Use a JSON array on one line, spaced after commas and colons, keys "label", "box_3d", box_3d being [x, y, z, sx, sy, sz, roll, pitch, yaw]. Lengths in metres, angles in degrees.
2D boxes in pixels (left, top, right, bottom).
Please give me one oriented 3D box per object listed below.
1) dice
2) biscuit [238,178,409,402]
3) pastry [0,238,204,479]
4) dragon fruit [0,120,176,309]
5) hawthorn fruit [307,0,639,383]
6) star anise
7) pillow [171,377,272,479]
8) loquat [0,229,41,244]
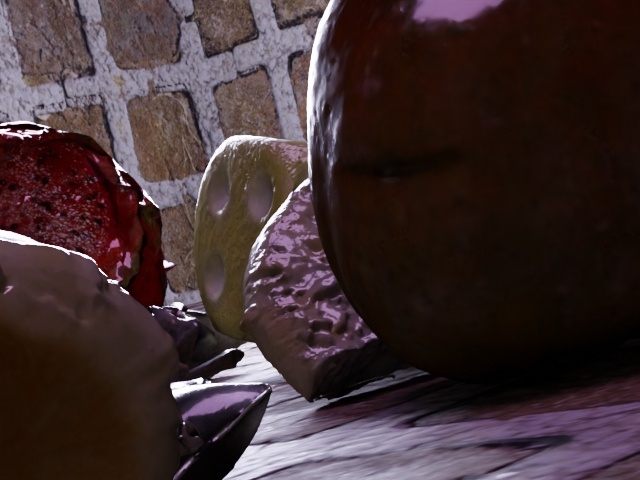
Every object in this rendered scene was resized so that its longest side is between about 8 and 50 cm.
[{"label": "dice", "box_3d": [0.000, 0.000, 1.500, 0.169, 0.169, 0.166, 1, 5, -31]}, {"label": "biscuit", "box_3d": [0.061, 0.003, 1.255, 0.281, 0.179, 0.084, -24, -38, -26]}, {"label": "pastry", "box_3d": [-0.127, 0.072, 0.647, 0.165, 0.166, 0.088, -14, 7, -26]}, {"label": "dragon fruit", "box_3d": [-0.299, 0.022, 1.814, 0.295, 0.296, 0.301, -14, -1, -17]}, {"label": "hawthorn fruit", "box_3d": [0.112, -0.069, 1.060, 0.267, 0.301, 0.268, -8, -3, 0]}, {"label": "star anise", "box_3d": [-0.159, 0.095, 1.587, 0.209, 0.089, 0.231, 5, 6, -17]}, {"label": "pillow", "box_3d": [-0.077, 0.103, 0.895, 0.091, 0.055, 0.135, -16, 0, -17]}, {"label": "loquat", "box_3d": [-0.256, 0.084, 1.244, 0.179, 0.179, 0.227, -13, 9, 32]}]
